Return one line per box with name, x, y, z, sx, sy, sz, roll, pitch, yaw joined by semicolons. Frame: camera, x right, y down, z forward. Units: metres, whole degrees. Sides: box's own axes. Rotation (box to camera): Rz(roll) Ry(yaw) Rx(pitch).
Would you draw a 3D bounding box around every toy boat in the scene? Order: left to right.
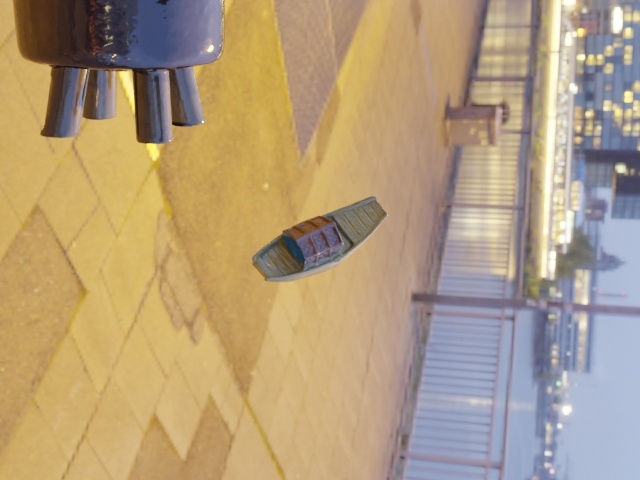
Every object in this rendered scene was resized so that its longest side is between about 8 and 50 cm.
toy boat;0.000;0.000;0.995;0.065;0.172;0.066;55;-25;22

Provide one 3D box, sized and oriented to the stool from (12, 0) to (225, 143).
stool;-0.131;-0.137;0.549;0.217;0.125;0.121;-135;-137;-60
